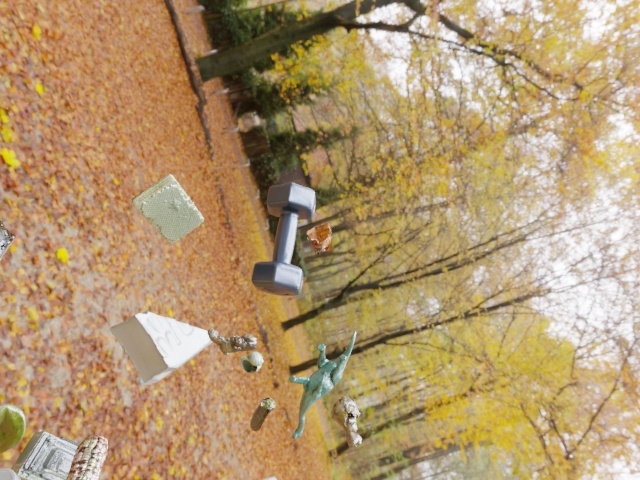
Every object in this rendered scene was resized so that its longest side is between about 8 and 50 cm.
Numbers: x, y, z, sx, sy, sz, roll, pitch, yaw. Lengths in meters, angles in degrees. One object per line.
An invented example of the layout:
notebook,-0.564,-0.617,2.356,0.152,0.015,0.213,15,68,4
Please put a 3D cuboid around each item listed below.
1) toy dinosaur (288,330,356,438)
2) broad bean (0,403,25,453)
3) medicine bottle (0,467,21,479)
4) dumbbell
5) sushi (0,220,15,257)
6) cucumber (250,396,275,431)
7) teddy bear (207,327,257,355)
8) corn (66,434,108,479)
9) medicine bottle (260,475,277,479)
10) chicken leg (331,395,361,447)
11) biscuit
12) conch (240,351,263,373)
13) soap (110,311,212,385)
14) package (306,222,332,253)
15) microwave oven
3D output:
toy dinosaur,0.015,0.573,1.810,0.129,0.383,0.331,33,-36,36
broad bean,-1.110,0.661,1.593,0.153,0.207,0.072,37,12,-34
medicine bottle,-0.901,0.746,1.329,0.105,0.105,0.168,-109,-166,-51
dumbbell,-0.104,-0.003,1.354,0.144,0.159,0.325,34,59,-51
sushi,-0.926,0.065,1.127,0.171,0.350,0.211,45,13,-29
cucumber,-0.274,0.795,2.082,0.245,0.067,0.067,-61,-149,34
teddy bear,-0.282,0.329,1.466,0.119,0.160,0.078,108,-10,-68
corn,-0.688,0.691,1.342,0.280,0.092,0.092,-115,-171,-63
medicine bottle,-0.062,0.544,0.730,0.296,0.111,0.161,60,-17,23
chicken leg,0.081,0.544,1.380,0.085,0.069,0.198,30,14,-17
biscuit,-0.387,-0.075,1.194,0.040,0.121,0.199,46,-12,29
conch,-0.240,0.434,1.647,0.056,0.085,0.076,4,88,-52
soap,-0.572,0.347,1.711,0.258,0.159,0.302,55,26,2
package,0.001,0.001,1.458,0.033,0.077,0.111,-89,170,-49
microwave oven,-0.896,0.753,1.552,0.205,0.129,0.163,42,48,-27
